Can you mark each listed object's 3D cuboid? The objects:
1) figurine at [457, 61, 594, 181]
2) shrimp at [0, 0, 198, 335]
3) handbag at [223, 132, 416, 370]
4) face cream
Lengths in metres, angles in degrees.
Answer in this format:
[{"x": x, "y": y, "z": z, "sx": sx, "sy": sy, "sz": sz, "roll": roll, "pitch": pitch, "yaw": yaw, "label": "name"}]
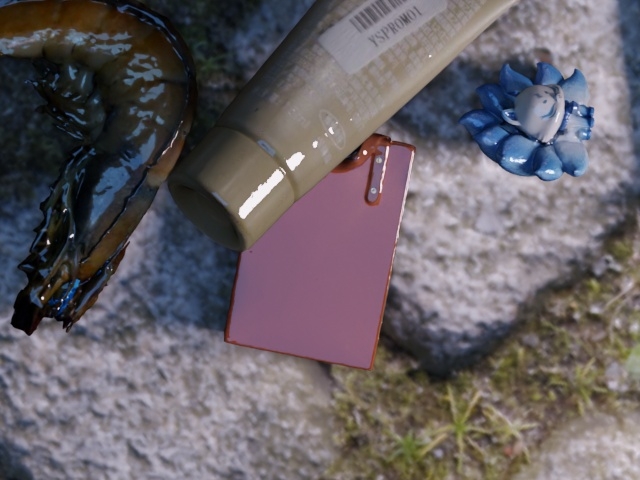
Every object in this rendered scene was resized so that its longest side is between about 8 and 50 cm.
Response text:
[{"x": 0.163, "y": -0.095, "z": 1.253, "sx": 0.114, "sy": 0.079, "sz": 0.114, "roll": 2, "pitch": 68, "yaw": -4, "label": "figurine"}, {"x": -0.232, "y": -0.073, "z": 1.288, "sx": 0.222, "sy": 0.054, "sz": 0.290, "roll": 21, "pitch": 92, "yaw": 1, "label": "shrimp"}, {"x": 0.000, "y": 0.000, "z": 1.280, "sx": 0.127, "sy": 0.063, "sz": 0.190, "roll": 10, "pitch": 98, "yaw": 3, "label": "handbag"}, {"x": 0.021, "y": -0.136, "z": 1.224, "sx": 0.137, "sy": 0.084, "sz": 0.341, "roll": 41, "pitch": 69, "yaw": 1, "label": "face cream"}]
